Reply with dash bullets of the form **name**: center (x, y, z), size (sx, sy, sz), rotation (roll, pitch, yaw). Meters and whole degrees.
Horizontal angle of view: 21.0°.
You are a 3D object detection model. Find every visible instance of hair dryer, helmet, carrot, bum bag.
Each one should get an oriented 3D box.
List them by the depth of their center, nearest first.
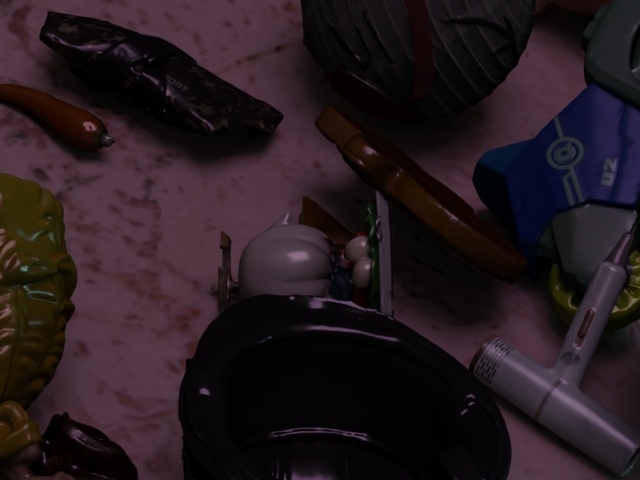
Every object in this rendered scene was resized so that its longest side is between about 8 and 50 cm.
- **helmet**: center (0.006, 0.168, 1.233), size (0.230, 0.160, 0.279), rotation (1, 28, -14)
- **hair dryer**: center (0.235, 0.078, 1.413), size (0.155, 0.044, 0.183), rotation (35, 84, 19)
- **carrot**: center (-0.243, -0.114, 1.572), size (0.142, 0.035, 0.035), rotation (27, 43, 25)
- **bum bag**: center (-0.155, -0.154, 1.608), size (0.248, 0.069, 0.102), rotation (25, 7, 14)

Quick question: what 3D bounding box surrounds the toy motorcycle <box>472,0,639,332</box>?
- **toy motorcycle**: center (0.259, -0.068, 1.564), size (0.200, 0.191, 0.326), rotation (25, 60, 24)

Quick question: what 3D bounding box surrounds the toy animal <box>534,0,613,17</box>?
- **toy animal**: center (0.353, -0.304, 1.823), size (0.256, 0.195, 0.213), rotation (26, 35, 17)

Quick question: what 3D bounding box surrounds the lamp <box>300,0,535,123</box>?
- **lamp**: center (0.087, -0.229, 1.648), size (0.233, 0.233, 0.265), rotation (-7, 63, -21)

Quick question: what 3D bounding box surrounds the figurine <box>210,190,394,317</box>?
- **figurine**: center (-0.017, 0.023, 1.425), size (0.153, 0.132, 0.132), rotation (-2, 43, 0)

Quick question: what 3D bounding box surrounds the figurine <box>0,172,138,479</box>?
- **figurine**: center (-0.217, 0.133, 1.219), size (0.187, 0.168, 0.315), rotation (-33, 58, 12)

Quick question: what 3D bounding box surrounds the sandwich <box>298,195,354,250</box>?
- **sandwich**: center (0.000, 0.000, 1.510), size (0.044, 0.031, 0.083), rotation (-27, 56, -39)

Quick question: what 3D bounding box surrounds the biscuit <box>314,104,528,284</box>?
- **biscuit**: center (0.088, -0.037, 1.500), size (0.180, 0.039, 0.236), rotation (29, 10, -49)
